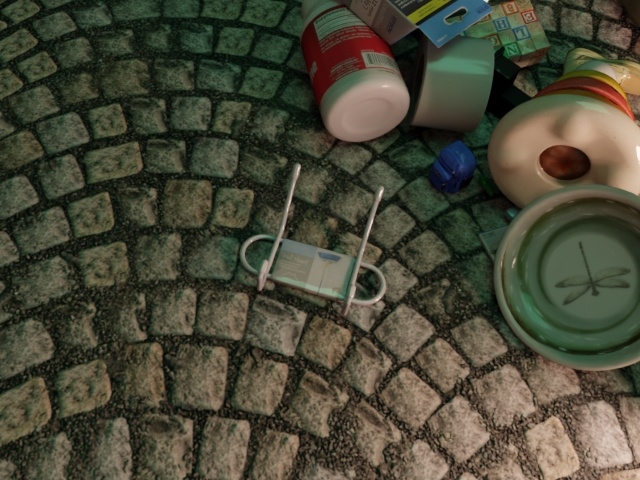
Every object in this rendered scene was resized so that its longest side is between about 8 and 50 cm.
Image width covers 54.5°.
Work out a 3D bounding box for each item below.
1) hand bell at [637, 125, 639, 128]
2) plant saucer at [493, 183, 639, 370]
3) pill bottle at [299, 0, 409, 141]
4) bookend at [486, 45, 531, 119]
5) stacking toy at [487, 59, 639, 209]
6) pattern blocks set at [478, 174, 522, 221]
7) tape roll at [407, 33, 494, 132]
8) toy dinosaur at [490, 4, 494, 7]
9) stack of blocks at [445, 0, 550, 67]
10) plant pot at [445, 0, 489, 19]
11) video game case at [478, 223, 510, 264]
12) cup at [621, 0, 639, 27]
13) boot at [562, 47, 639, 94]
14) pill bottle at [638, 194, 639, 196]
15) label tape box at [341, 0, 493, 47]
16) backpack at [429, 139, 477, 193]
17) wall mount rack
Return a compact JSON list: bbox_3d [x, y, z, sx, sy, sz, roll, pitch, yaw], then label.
[{"bbox_3d":[0.745,-0.275,1.672,0.242,0.126,0.126,10,60,6],"label":"hand bell"},{"bbox_3d":[0.589,0.079,1.367,0.101,0.400,0.400,2,49,-55],"label":"plant saucer"},{"bbox_3d":[0.074,-0.484,1.648,0.229,0.229,0.407,-9,62,-11],"label":"pill bottle"},{"bbox_3d":[0.512,-0.415,1.695,0.156,0.157,0.072,42,66,17],"label":"bookend"},{"bbox_3d":[0.637,-0.310,1.533,0.351,0.350,0.479,25,53,8],"label":"stacking toy"},{"bbox_3d":[0.573,-0.165,1.632,0.325,0.026,0.285,-19,64,-19],"label":"pattern blocks set"},{"bbox_3d":[0.335,-0.412,1.626,0.169,0.246,0.246,8,60,-2],"label":"tape roll"},{"bbox_3d":[0.520,-0.644,1.886,0.118,0.064,0.268,6,65,2],"label":"toy dinosaur"},{"bbox_3d":[0.476,-0.565,1.780,0.298,0.087,0.171,-16,75,-4],"label":"stack of blocks"},{"bbox_3d":[0.358,-0.752,1.821,0.256,0.271,0.271,13,60,-10],"label":"plant pot"},{"bbox_3d":[0.475,0.038,1.518,0.119,0.015,0.166,-16,63,-15],"label":"video game case"},{"bbox_3d":[1.060,-0.794,1.907,0.331,0.330,0.237,-16,37,-14],"label":"cup"},{"bbox_3d":[0.807,-0.432,1.771,0.262,0.095,0.203,24,61,10],"label":"boot"},{"bbox_3d":[0.755,-0.007,1.489,0.161,0.160,0.283,22,61,7],"label":"pill bottle"},{"bbox_3d":[0.223,-0.615,1.567,0.347,0.115,0.249,46,61,8],"label":"label tape box"},{"bbox_3d":[0.335,-0.182,1.567,0.101,0.120,0.098,-31,69,-21],"label":"backpack"},{"bbox_3d":[0.000,0.000,1.424,0.350,0.130,0.304,16,60,2],"label":"wall mount rack"}]
